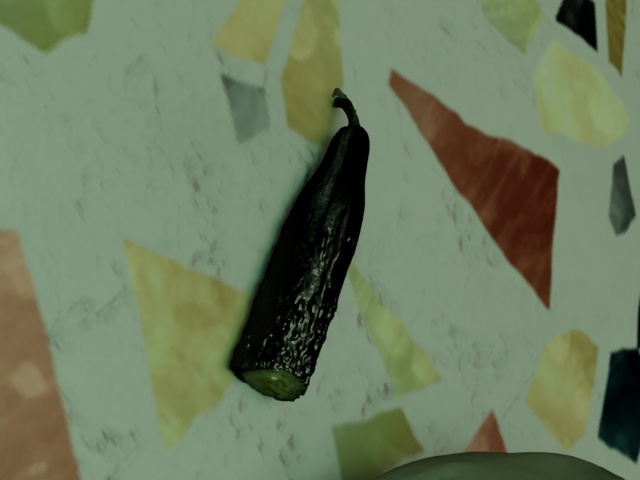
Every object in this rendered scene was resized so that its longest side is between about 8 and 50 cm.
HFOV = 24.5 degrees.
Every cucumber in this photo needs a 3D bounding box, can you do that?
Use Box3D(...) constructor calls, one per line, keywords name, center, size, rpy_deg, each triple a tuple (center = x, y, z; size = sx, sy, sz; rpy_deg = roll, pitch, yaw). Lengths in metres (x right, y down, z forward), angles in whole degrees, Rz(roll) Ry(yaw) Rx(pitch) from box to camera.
Box3D(name="cucumber", center=(0.000, 0.000, 0.722), size=(0.039, 0.043, 0.163), rpy_deg=(78, 31, -60))

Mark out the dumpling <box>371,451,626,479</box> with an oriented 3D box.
Box3D(name="dumpling", center=(0.076, 0.190, 0.630), size=(0.175, 0.227, 0.243), rpy_deg=(36, 62, -26))
